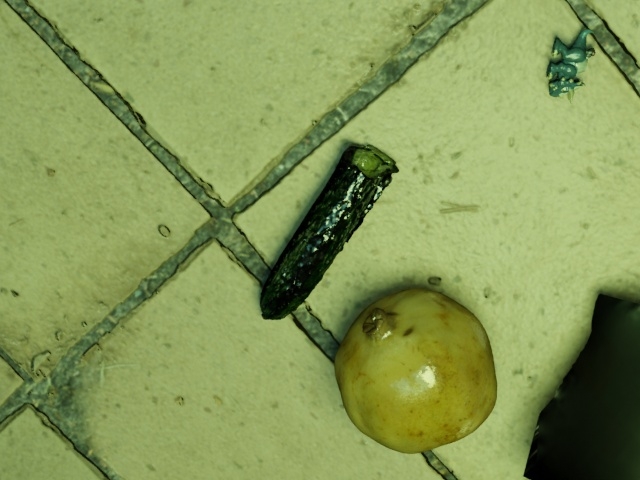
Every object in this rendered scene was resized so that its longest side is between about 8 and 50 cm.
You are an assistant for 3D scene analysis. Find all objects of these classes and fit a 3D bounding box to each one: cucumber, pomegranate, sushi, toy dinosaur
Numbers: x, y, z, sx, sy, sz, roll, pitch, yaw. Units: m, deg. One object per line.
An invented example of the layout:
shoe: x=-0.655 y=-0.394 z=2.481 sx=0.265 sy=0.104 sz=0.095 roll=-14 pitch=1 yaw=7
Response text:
cucumber: x=-0.001 y=0.000 z=1.503 sx=0.067 sy=0.067 sz=0.245 roll=33 pitch=103 yaw=-2
pomegranate: x=0.102 y=0.143 z=1.471 sx=0.196 sy=0.196 sz=0.196 roll=1 pitch=104 yaw=6
sushi: x=0.397 y=0.213 z=1.440 sx=0.212 sy=0.215 sz=0.227 roll=26 pitch=85 yaw=-33
toy dinosaur: x=0.278 y=-0.196 z=1.445 sx=0.047 sy=0.030 sz=0.083 roll=12 pitch=105 yaw=2
